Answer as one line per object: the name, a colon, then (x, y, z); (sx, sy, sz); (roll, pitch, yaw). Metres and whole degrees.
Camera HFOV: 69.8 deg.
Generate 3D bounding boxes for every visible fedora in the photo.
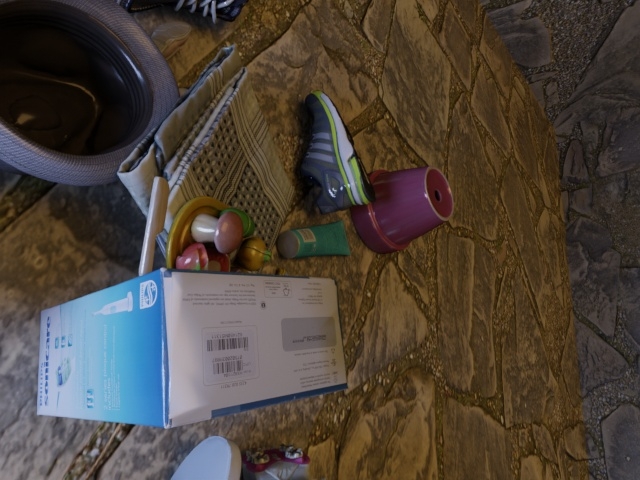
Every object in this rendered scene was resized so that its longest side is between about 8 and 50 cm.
fedora: (-0.319, -0.172, 0.559); (0.244, 0.124, 0.275); (53, 38, -23)

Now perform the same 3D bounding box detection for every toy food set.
toy food set: (-0.123, 0.012, 0.578); (0.218, 0.071, 0.128); (30, 70, -66)

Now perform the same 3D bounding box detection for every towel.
towel: (-0.132, -0.081, 0.700); (0.324, 0.056, 0.312); (69, 33, -45)

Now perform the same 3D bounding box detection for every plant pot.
plant pot: (0.199, -0.084, 1.067); (0.201, 0.180, 0.201); (21, 61, -44)

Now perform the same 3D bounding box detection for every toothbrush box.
toothbrush box: (-0.152, 0.120, 0.514); (0.216, 0.295, 0.126); (9, 72, -47)

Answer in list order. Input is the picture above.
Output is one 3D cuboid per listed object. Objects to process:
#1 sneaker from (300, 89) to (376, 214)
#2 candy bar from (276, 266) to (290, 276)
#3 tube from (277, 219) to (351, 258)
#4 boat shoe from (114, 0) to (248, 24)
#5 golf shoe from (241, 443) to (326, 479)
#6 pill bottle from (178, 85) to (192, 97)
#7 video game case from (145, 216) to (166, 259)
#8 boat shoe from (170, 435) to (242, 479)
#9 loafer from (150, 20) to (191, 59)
sneaker: (0.008, -0.186, 0.944); (0.111, 0.121, 0.300); (47, 22, -58)
candy bar: (-0.084, 0.117, 0.803); (0.040, 0.018, 0.161); (46, 47, -33)
tube: (0.000, 0.000, 0.920); (0.207, 0.052, 0.080); (-6, 86, -54)
boat shoe: (-0.209, -0.431, 0.768); (0.158, 0.127, 0.341); (42, 48, -21)
golf shoe: (-0.042, 0.364, 0.576); (0.115, 0.306, 0.140); (2, 82, -10)
pill bottle: (-0.195, -0.206, 0.741); (0.152, 0.086, 0.086); (-33, 102, -49)
video game case: (-0.218, -0.021, 0.708); (0.087, 0.011, 0.122); (-31, 100, -48)
boat shoe: (-0.149, 0.407, 0.559); (0.105, 0.113, 0.306); (39, 53, -41)
loafer: (-0.257, -0.322, 0.756); (0.045, 0.039, 0.125); (25, 48, -1)
